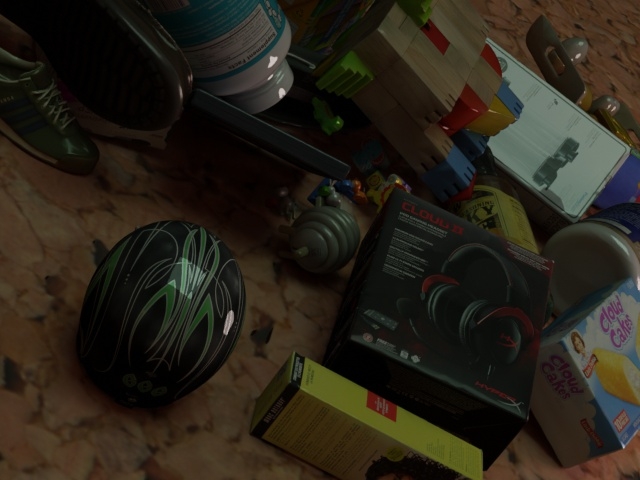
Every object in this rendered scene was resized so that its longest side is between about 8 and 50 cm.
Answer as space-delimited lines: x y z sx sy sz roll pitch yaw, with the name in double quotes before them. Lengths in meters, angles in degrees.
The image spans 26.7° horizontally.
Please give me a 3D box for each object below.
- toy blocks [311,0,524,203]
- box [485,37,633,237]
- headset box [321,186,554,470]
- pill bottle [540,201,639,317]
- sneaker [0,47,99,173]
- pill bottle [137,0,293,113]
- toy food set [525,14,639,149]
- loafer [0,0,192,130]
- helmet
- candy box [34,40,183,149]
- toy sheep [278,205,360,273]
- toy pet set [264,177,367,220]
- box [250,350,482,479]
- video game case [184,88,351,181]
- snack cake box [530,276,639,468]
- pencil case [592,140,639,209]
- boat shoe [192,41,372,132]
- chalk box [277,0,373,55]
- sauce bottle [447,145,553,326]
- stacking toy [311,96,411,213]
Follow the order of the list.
"toy blocks" 0.165 -0.221 1.856 0.261 0.191 0.381 47 34 -12
"box" 0.304 -0.154 2.048 0.290 0.087 0.169 37 69 4
"headset box" 0.138 0.085 1.548 0.218 0.110 0.293 26 43 -4
"pill bottle" 0.431 0.027 1.938 0.153 0.153 0.265 46 33 16
"sneaker" -0.323 -0.157 1.515 0.192 0.086 0.064 33 31 -4
"pill bottle" -0.129 -0.278 1.631 0.146 0.146 0.264 -100 164 -49
"toy food set" 0.490 -0.244 2.357 0.306 0.092 0.219 34 26 -40
"loafer" -0.259 -0.269 1.540 0.366 0.134 0.130 45 41 21
"helmet" -0.151 0.066 1.310 0.169 0.161 0.169 25 33 -18
"candy box" -0.265 -0.227 1.662 0.159 0.071 0.233 11 41 -26
"toy sheep" 0.000 0.000 1.624 0.091 0.091 0.132 41 35 8
"toy pet set" 0.009 -0.063 1.684 0.114 0.122 0.065 38 48 -51
"box" 0.049 0.207 1.391 0.232 0.087 0.058 28 32 -10
"video game case" -0.075 -0.130 1.640 0.196 0.026 0.274 27 2 -10
"snack cake box" 0.351 0.161 1.701 0.264 0.089 0.152 -28 90 -56
"pencil case" 0.514 -0.091 2.210 0.306 0.119 0.133 25 30 -18
"boat shoe" -0.050 -0.213 1.834 0.335 0.112 0.095 4 39 -46
"chalk box" -0.034 -0.373 1.997 0.180 0.179 0.289 41 32 7
"sauce bottle" 0.231 -0.013 1.844 0.111 0.111 0.344 22 32 -22
"stacking toy" 0.085 -0.089 1.790 0.167 0.052 0.221 38 17 -55
